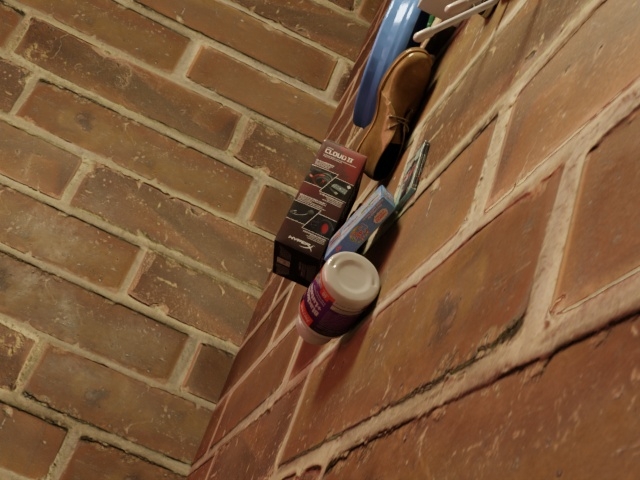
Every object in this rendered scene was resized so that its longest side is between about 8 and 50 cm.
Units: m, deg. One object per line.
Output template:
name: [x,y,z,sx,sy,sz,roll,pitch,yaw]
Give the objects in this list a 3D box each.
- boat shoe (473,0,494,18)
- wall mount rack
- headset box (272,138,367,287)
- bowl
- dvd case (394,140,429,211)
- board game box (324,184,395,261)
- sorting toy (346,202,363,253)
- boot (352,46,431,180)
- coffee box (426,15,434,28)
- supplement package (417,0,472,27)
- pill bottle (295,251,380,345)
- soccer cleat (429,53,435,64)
boat shoe: [0.302,-0.529,1.720,0.080,0.073,0.224,127,151,-61]
wall mount rack: [0.295,-0.465,1.483,0.350,0.130,0.304,-177,111,-83]
headset box: [0.002,-0.066,1.966,0.218,0.110,0.293,101,-167,-68]
bowl: [0.174,-0.436,2.122,0.391,0.077,0.391,21,-90,-84]
dvd case: [0.173,-0.122,1.690,0.087,0.013,0.119,-54,13,57]
board game box: [0.077,-0.029,1.715,0.160,0.039,0.211,-47,5,9]
sorting toy: [0.053,0.042,1.939,0.307,0.041,0.229,-66,6,-29]
boot: [0.172,-0.268,1.936,0.305,0.112,0.115,-66,26,25]
coffee box: [0.291,-0.628,2.392,0.113,0.040,0.184,-145,79,-83]
supplement package: [0.295,-0.577,1.945,0.105,0.105,0.179,-55,13,53]
pill bottle: [0.023,0.113,1.612,0.193,0.108,0.108,123,169,-50]
soccer cleat: [0.244,-0.399,2.043,0.083,0.029,0.036,124,160,-67]
